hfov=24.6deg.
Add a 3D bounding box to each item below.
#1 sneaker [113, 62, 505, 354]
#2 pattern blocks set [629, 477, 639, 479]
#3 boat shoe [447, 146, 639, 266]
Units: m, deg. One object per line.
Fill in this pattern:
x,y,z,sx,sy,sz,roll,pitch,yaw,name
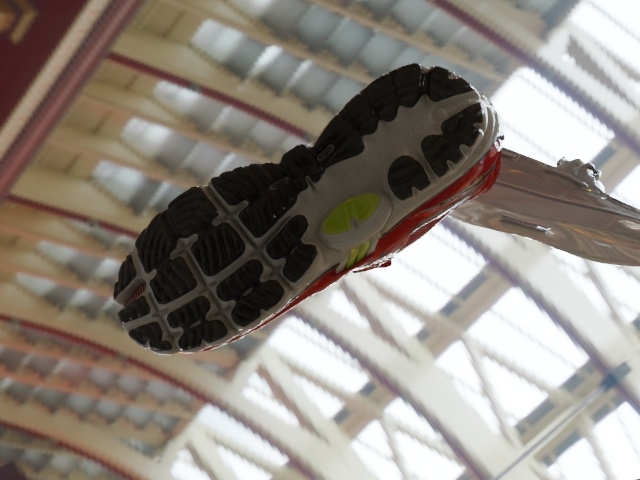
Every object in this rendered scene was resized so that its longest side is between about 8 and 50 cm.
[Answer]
0.000,0.000,0.950,0.279,0.118,0.107,-29,-117,9,sneaker
0.120,0.179,0.747,0.325,0.285,0.026,-7,-117,-1,pattern blocks set
0.168,-0.031,1.038,0.184,0.066,0.063,14,-110,6,boat shoe
